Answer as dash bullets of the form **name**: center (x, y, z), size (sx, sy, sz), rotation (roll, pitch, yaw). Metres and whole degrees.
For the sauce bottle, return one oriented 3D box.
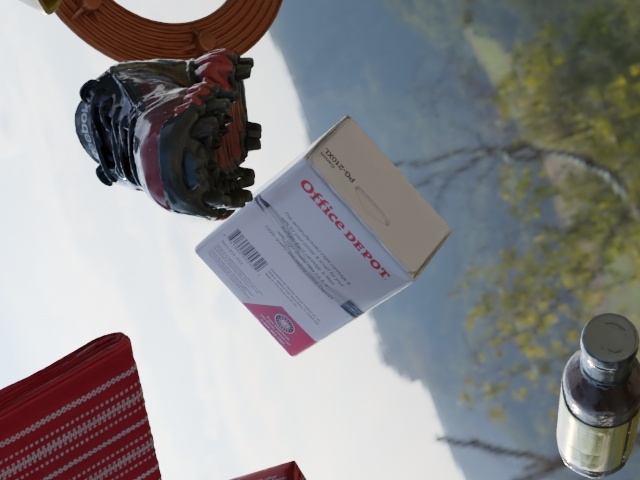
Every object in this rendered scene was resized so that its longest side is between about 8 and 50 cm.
- **sauce bottle**: center (0.372, 0.203, 1.938), size (0.344, 0.111, 0.111), rotation (82, 172, -58)

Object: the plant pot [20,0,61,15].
- **plant pot**: center (-0.271, -0.334, 1.128), size (0.212, 0.187, 0.212), rotation (65, -132, -70)

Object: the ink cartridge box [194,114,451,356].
- **ink cartridge box**: center (0.000, 0.000, 1.596), size (0.172, 0.237, 0.100), rotation (48, -132, -5)

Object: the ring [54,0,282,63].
- **ring**: center (-0.175, -0.347, 1.621), size (0.032, 0.336, 0.336), rotation (-19, 91, 55)

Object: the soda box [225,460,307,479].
- **soda box**: center (-0.128, 0.318, 1.534), size (0.083, 0.263, 0.092), rotation (-90, -23, -51)

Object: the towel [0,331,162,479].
- **towel**: center (-0.232, 0.229, 1.319), size (0.031, 0.199, 0.275), rotation (30, 138, 42)

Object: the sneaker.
- **sneaker**: center (-0.115, -0.073, 1.060), size (0.276, 0.135, 0.098), rotation (-91, -5, -73)
